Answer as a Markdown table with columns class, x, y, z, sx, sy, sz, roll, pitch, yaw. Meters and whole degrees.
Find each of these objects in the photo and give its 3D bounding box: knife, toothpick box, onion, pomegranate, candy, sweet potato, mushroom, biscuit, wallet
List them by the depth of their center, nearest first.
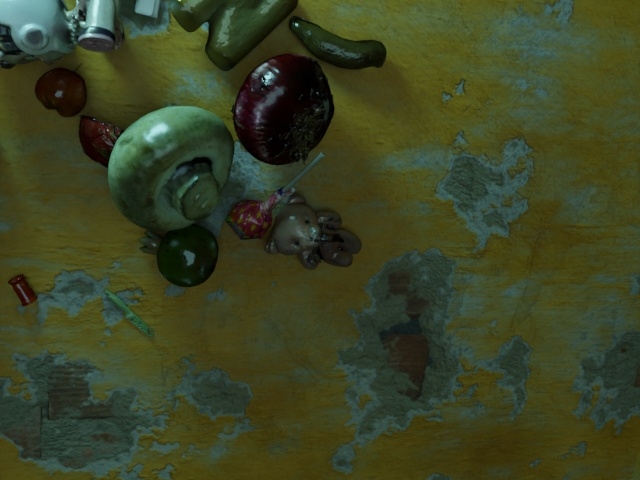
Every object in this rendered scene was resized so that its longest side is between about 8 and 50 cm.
| class | x | y | z | sx | sy | sz | roll | pitch | yaw |
| --- | --- | --- | --- | --- | --- | --- | --- | --- | --- |
| wallet | -0.437 | -0.639 | 1.552 | 0.061 | 0.025 | 0.122 | 9 | 105 | -23 |
| mushroom | -0.374 | -0.181 | 1.558 | 0.352 | 0.260 | 0.352 | -34 | 148 | -25 |
| biscuit | -0.217 | -0.609 | 1.569 | 0.291 | 0.062 | 0.237 | -42 | 130 | 0 |
| onion | -0.105 | -0.356 | 1.614 | 0.314 | 0.232 | 0.313 | -38 | 150 | -27 |
| sweet potato | 0.044 | -0.540 | 1.682 | 0.286 | 0.085 | 0.111 | 17 | 69 | -8 |
| candy | -0.118 | -0.129 | 1.686 | 0.124 | 0.124 | 0.365 | 37 | 121 | -22 |
| toothpick box | -0.833 | 0.138 | 1.692 | 0.047 | 0.047 | 0.083 | -24 | 111 | -6 |
| pomegranate | -0.401 | 0.033 | 1.711 | 0.225 | 0.187 | 0.186 | 15 | 105 | 11 |
| knife | -0.571 | 0.219 | 1.801 | 0.030 | 0.014 | 0.207 | -40 | 113 | -1 |

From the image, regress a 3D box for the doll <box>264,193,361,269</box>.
| class | x | y | z | sx | sy | sz | roll | pitch | yaw |
| --- | --- | --- | --- | --- | --- | --- | --- | --- | --- |
| doll | 0.000 | 0.000 | 1.803 | 0.304 | 0.156 | 0.201 | 23 | 95 | -24 |

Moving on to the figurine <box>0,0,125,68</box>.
| class | x | y | z | sx | sy | sz | roll | pitch | yaw |
| --- | --- | --- | --- | --- | --- | --- | --- | --- | --- |
| figurine | -0.647 | -0.525 | 1.425 | 0.362 | 0.253 | 0.210 | -9 | 101 | -7 |

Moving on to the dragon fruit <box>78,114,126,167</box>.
| class | x | y | z | sx | sy | sz | roll | pitch | yaw |
| --- | --- | --- | --- | --- | --- | --- | --- | --- | --- |
| dragon fruit | -0.573 | -0.253 | 1.577 | 0.121 | 0.161 | 0.127 | 8 | 94 | -18 |

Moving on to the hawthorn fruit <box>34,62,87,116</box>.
| class | x | y | z | sx | sy | sz | roll | pitch | yaw |
| --- | --- | --- | --- | --- | --- | --- | --- | --- | --- |
| hawthorn fruit | -0.654 | -0.382 | 1.529 | 0.125 | 0.125 | 0.140 | 6 | 108 | -16 |
